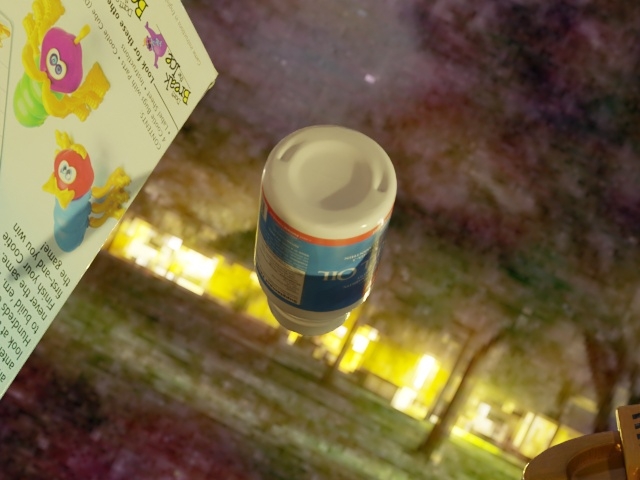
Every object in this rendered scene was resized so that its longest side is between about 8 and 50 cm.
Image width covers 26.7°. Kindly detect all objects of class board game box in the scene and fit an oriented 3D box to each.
[{"bbox_3d":[-0.180,-0.022,0.493,0.142,0.275,0.144,4,-42,31],"label":"board game box"}]

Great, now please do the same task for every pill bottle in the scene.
[{"bbox_3d":[0.000,0.000,1.297,0.124,0.124,0.221,26,-30,11],"label":"pill bottle"}]

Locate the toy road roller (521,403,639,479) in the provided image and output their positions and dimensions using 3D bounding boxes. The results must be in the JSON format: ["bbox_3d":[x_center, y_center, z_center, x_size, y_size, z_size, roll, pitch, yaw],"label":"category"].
[{"bbox_3d":[0.308,0.231,1.227,0.240,0.203,0.329,-8,12,10],"label":"toy road roller"}]
